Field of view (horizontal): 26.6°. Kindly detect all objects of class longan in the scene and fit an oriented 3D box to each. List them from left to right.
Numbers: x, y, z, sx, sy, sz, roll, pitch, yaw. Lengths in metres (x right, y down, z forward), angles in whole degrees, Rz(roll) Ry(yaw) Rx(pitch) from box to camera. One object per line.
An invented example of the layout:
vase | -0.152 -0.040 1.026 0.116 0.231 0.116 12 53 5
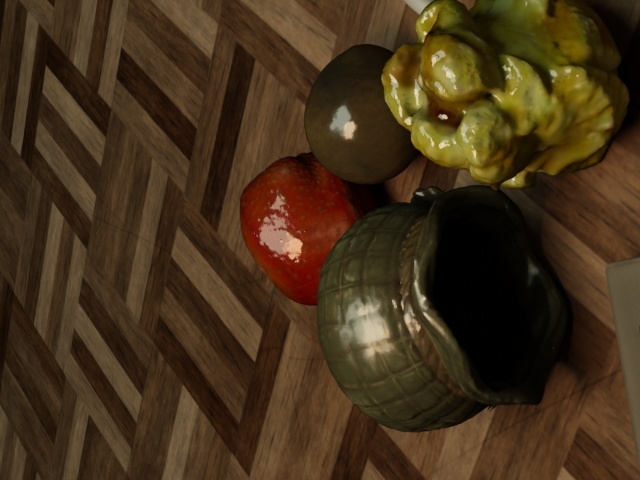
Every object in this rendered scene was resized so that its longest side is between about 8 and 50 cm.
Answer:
longan | 0.060 -0.169 1.814 0.167 0.167 0.187 -35 44 54

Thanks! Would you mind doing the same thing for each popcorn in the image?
popcorn | 0.197 -0.168 1.518 0.276 0.276 0.225 -45 64 51

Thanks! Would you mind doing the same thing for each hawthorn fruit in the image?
hawthorn fruit | 0.000 0.000 1.899 0.205 0.205 0.253 -52 56 47

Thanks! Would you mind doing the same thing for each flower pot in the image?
flower pot | 0.148 0.078 1.626 0.213 0.302 0.302 -17 80 42

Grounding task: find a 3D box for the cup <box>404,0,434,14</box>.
cup | 0.130 -0.393 1.676 0.173 0.167 0.300 44 157 33

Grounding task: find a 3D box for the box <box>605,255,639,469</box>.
box | 0.376 0.135 1.471 0.103 0.055 0.244 -16 82 57
